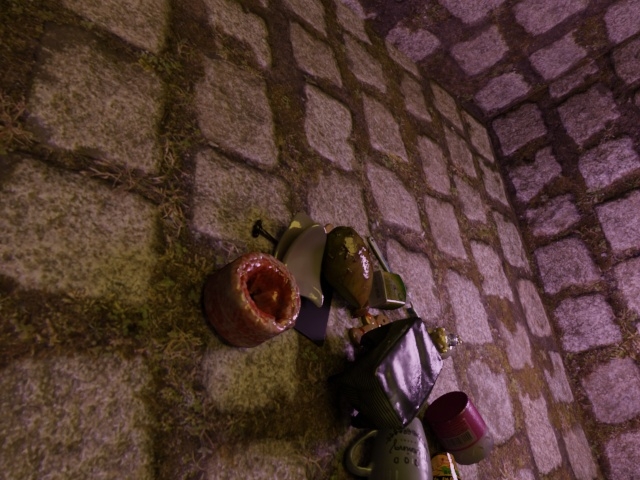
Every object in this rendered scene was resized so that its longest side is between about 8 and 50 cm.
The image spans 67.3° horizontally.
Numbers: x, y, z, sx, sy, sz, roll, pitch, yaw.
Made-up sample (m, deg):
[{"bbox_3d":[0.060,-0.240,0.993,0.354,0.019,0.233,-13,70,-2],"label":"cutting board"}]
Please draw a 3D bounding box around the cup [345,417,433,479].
[{"bbox_3d":[0.200,0.634,1.417,0.258,0.186,0.234,19,40,-8],"label":"cup"}]

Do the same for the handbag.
[{"bbox_3d":[0.195,0.403,1.456,0.341,0.240,0.247,-39,103,-45],"label":"handbag"}]

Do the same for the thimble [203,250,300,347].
[{"bbox_3d":[-0.176,0.156,1.260,0.239,0.162,0.239,31,43,-35],"label":"thimble"}]

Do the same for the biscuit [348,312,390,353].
[{"bbox_3d":[0.184,0.327,1.684,0.234,0.030,0.153,-21,86,-52],"label":"biscuit"}]

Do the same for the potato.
[{"bbox_3d":[0.093,0.095,1.591,0.176,0.141,0.298,-26,106,-22],"label":"potato"}]

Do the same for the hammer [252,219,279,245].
[{"bbox_3d":[-0.143,0.007,1.507,0.178,0.021,0.065,42,41,-28],"label":"hammer"}]

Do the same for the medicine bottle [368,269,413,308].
[{"bbox_3d":[0.261,0.192,1.809,0.189,0.088,0.131,14,57,-44],"label":"medicine bottle"}]

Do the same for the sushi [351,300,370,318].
[{"bbox_3d":[0.143,0.238,1.675,0.050,0.047,0.099,28,41,28],"label":"sushi"}]

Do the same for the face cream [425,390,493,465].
[{"bbox_3d":[0.497,0.669,1.718,0.194,0.175,0.175,58,37,-7],"label":"face cream"}]

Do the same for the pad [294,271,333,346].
[{"bbox_3d":[-0.027,0.193,1.538,0.159,0.009,0.265,40,41,-26],"label":"pad"}]

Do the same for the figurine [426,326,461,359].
[{"bbox_3d":[0.404,0.391,1.808,0.236,0.155,0.127,8,76,-42],"label":"figurine"}]

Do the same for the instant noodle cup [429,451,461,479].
[{"bbox_3d":[0.387,0.770,1.563,0.151,0.151,0.122,39,33,-28],"label":"instant noodle cup"}]

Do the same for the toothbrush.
[{"bbox_3d":[0.295,0.147,1.917,0.040,0.040,0.386,-32,93,-53],"label":"toothbrush"}]

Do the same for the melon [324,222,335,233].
[{"bbox_3d":[0.005,0.006,1.657,0.182,0.054,0.098,-30,88,-48],"label":"melon"}]

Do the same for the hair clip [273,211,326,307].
[{"bbox_3d":[-0.060,0.052,1.498,0.173,0.113,0.281,15,87,-38],"label":"hair clip"}]
